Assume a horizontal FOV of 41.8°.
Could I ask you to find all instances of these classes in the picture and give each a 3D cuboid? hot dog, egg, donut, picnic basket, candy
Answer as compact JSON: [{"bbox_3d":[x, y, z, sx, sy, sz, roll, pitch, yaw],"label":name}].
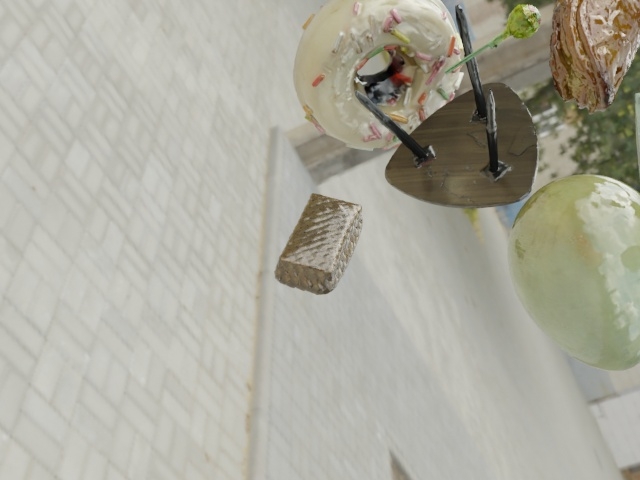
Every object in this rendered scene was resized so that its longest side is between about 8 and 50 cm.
[{"bbox_3d":[0.454,-0.341,1.343,0.272,0.122,0.196,-63,144,-19],"label":"hot dog"},{"bbox_3d":[0.385,0.050,1.175,0.295,0.218,0.218,63,17,-16],"label":"egg"},{"bbox_3d":[0.129,-0.355,1.779,0.383,0.382,0.142,54,8,-38],"label":"donut"},{"bbox_3d":[0.000,0.000,1.363,0.055,0.110,0.193,95,15,-46],"label":"picnic basket"},{"bbox_3d":[0.306,-0.356,1.506,0.058,0.194,0.062,53,19,-17],"label":"candy"}]

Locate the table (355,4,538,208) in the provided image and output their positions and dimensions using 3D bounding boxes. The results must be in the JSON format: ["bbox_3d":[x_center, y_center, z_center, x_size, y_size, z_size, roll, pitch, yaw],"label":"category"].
[{"bbox_3d":[0.248,-0.260,1.563,0.249,0.317,0.317,55,21,-47],"label":"table"}]

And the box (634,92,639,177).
[{"bbox_3d":[0.714,-0.186,1.567,0.225,0.224,0.117,-71,150,-47],"label":"box"}]
